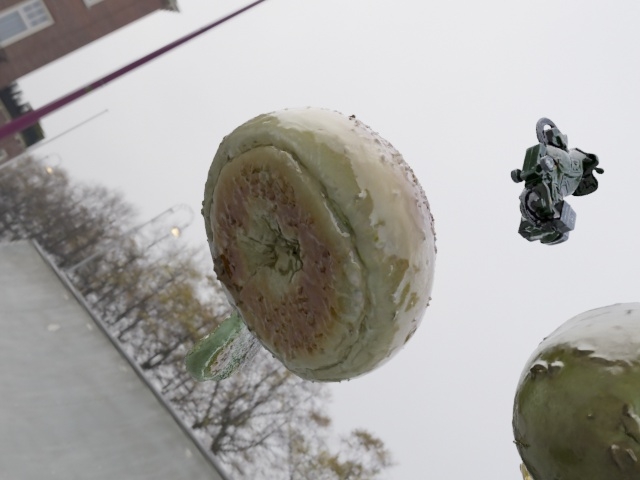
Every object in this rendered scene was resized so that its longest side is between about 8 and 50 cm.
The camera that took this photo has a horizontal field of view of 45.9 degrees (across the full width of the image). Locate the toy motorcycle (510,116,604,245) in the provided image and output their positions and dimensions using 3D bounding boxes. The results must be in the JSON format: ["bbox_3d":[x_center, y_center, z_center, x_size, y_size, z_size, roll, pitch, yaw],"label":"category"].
[{"bbox_3d":[0.468,-0.104,1.500,0.187,0.274,0.125,37,-33,-23],"label":"toy motorcycle"}]

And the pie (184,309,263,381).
[{"bbox_3d":[-0.133,0.154,1.307,0.054,0.240,0.240,41,-24,18],"label":"pie"}]

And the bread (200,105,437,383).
[{"bbox_3d":[0.000,0.000,0.791,0.306,0.159,0.305,29,-48,37],"label":"bread"}]

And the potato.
[{"bbox_3d":[0.278,0.131,0.511,0.308,0.173,0.210,4,-10,29],"label":"potato"}]

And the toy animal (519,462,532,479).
[{"bbox_3d":[0.495,0.473,1.446,0.230,0.156,0.156,19,-30,8],"label":"toy animal"}]
